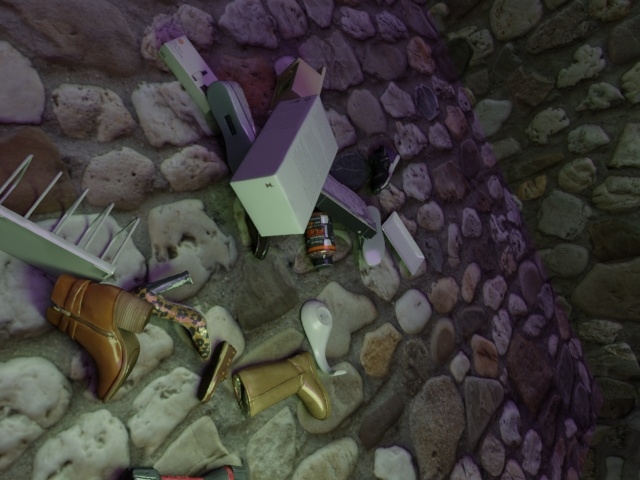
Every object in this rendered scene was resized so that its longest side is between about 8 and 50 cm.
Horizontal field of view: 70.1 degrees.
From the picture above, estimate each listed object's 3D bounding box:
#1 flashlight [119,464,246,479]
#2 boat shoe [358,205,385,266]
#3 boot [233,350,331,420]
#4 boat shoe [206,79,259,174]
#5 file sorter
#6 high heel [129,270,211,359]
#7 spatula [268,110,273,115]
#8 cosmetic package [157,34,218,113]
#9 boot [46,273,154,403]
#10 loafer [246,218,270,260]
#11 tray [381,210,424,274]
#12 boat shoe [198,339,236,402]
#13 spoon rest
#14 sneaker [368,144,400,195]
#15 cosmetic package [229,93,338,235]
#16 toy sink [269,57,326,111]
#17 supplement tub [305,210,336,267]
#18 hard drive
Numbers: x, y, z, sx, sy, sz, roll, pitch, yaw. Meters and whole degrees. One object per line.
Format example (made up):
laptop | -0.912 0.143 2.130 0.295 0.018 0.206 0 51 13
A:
flashlight | -0.329 0.601 1.126 0.304 0.103 0.103 25 60 -35
boat shoe | 0.196 -0.010 1.856 0.096 0.088 0.267 4 63 -17
boot | -0.115 0.476 1.389 0.270 0.089 0.236 -9 68 -45
boat shoe | -0.250 -0.357 1.538 0.156 0.136 0.367 -38 109 -54
file sorter | -0.602 -0.037 1.054 0.278 0.193 0.173 36 51 -28
high heel | -0.408 0.229 1.228 0.186 0.093 0.261 -21 98 -27
spatula | -0.109 -0.391 1.717 0.242 0.019 0.168 3 108 -42
cosmetic package | -0.415 -0.549 1.511 0.239 0.060 0.099 53 46 -15
boot | -0.536 0.227 1.061 0.220 0.283 0.109 21 17 -6
loafer | -0.206 -0.039 1.514 0.078 0.080 0.219 4 70 -7
tray | 0.364 0.014 2.042 0.270 0.030 0.145 55 46 -12
boat shoe | -0.284 0.371 1.281 0.060 0.064 0.178 38 50 -24
spoon rest | 0.005 0.334 1.568 0.137 0.084 0.276 6 57 -43
sneaker | 0.255 -0.316 2.036 0.124 0.107 0.283 36 48 -10
cosmetic package | -0.096 -0.251 1.479 0.453 0.162 0.230 -70 146 -42
toy sink | -0.090 -0.595 1.766 0.131 0.153 0.234 31 56 -30
supplement tub | 0.000 0.000 1.656 0.106 0.106 0.197 6 70 -42
hard drive | 0.060 -0.158 1.727 0.339 0.064 0.237 33 24 -30
